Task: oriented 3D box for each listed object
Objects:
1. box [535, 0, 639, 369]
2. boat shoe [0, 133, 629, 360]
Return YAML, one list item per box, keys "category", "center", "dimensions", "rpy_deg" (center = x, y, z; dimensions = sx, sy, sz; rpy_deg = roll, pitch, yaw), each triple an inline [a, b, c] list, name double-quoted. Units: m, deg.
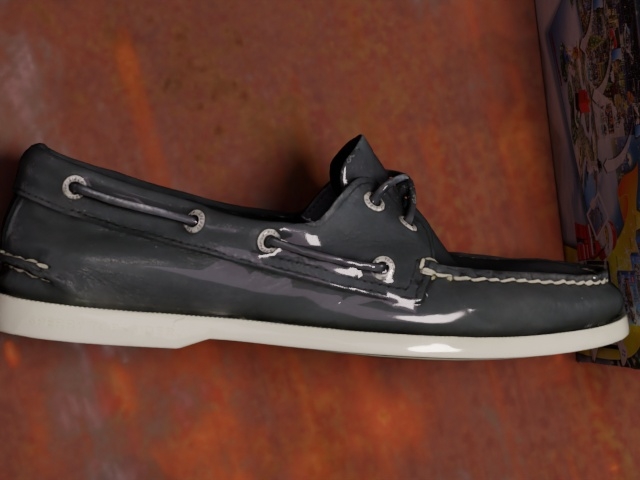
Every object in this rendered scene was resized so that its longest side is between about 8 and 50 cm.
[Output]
- category: "box"
  center: [0.177, -0.046, 1.012]
  dimensions: [0.044, 0.159, 0.233]
  rpy_deg: [-7, 92, -16]
- category: "boat shoe"
  center: [-0.001, 0.000, 0.977]
  dimensions: [0.340, 0.127, 0.113]
  rpy_deg: [3, 93, -4]
